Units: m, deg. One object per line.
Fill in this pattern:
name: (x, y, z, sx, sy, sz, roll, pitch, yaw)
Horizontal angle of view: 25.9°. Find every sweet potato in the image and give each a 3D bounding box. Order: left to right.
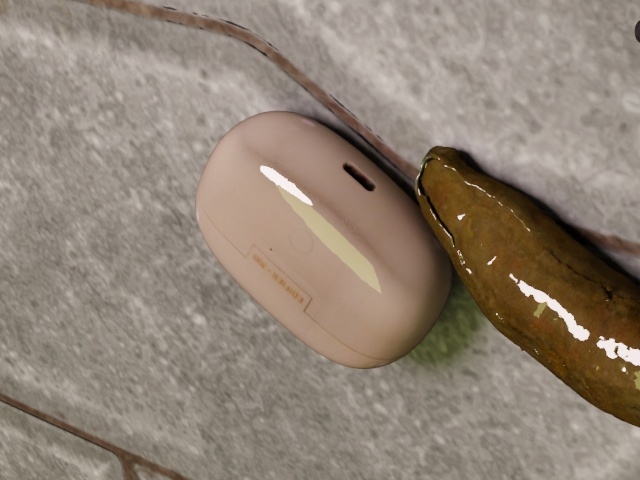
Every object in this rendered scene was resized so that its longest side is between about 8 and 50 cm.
sweet potato: (0.171, 0.035, 0.874, 0.286, 0.085, 0.112, 39, 104, 29)

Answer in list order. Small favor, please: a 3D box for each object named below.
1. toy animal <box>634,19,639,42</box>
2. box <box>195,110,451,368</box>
toy animal: (0.184, -0.172, 0.686, 0.168, 0.106, 0.343, -12, 112, 49)
box: (0.000, 0.000, 0.982, 0.200, 0.088, 0.146, 43, 139, 11)
